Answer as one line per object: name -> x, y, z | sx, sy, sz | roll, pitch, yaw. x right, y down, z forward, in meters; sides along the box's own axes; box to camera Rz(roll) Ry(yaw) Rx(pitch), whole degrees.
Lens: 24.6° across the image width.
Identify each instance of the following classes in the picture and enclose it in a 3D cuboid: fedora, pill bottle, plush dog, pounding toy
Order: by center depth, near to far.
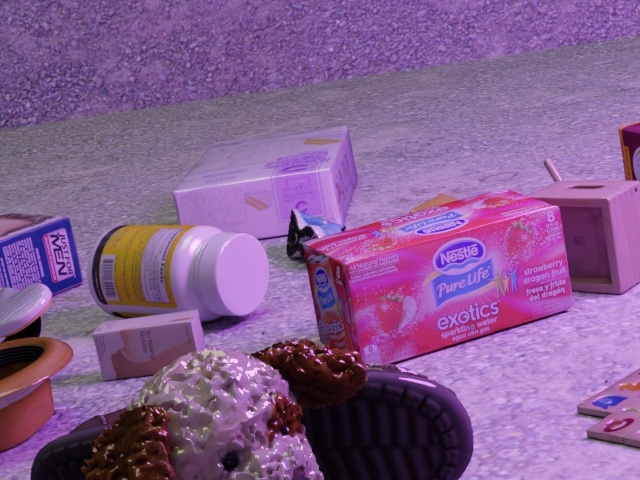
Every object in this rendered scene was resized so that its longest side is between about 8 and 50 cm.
plush dog -> -0.056, 0.177, 0.951 | 0.210, 0.225, 0.262 | 0, 18, 36
fedora -> -0.337, 0.166, 1.497 | 0.194, 0.079, 0.194 | -15, 16, 5
pounding toy -> 0.297, -0.020, 1.666 | 0.141, 0.130, 0.100 | 3, 19, 42
pill bottle -> -0.173, 0.040, 1.794 | 0.208, 0.119, 0.119 | 1, 18, 37

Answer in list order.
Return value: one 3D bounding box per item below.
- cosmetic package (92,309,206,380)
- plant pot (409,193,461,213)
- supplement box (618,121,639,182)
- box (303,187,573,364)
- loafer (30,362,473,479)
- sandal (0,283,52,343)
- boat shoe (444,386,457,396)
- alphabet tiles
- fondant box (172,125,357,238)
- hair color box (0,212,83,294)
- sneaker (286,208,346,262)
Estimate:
cosmetic package -> -0.188, 0.116, 1.628 | 0.115, 0.060, 0.041 | -9, 15, 10
plant pot -> 0.165, -0.003, 1.811 | 0.083, 0.081, 0.081 | 13, 25, 34
supplement box -> 0.473, -0.097, 1.896 | 0.081, 0.104, 0.188 | -16, 15, -18
box -> 0.126, 0.037, 1.581 | 0.257, 0.122, 0.128 | -15, 16, -18
loafer -> -0.055, 0.159, 1.210 | 0.366, 0.134, 0.130 | -7, 15, 13
sandal -> -0.372, 0.111, 1.742 | 0.102, 0.076, 0.265 | -45, 18, -25
boat shoe -> 0.049, 0.160, 1.310 | 0.152, 0.056, 0.049 | -6, 6, -25
alphabet tiles -> 0.350, 0.134, 1.280 | 0.237, 0.009, 0.198 | -23, 19, -39
fondant box -> -0.077, -0.087, 2.274 | 0.238, 0.096, 0.330 | -8, 15, 8
hair color box -> -0.517, 0.059, 1.996 | 0.174, 0.105, 0.347 | 4, 20, 44
sneaker -> 0.000, 0.000, 1.987 | 0.073, 0.063, 0.162 | 4, 14, -19
